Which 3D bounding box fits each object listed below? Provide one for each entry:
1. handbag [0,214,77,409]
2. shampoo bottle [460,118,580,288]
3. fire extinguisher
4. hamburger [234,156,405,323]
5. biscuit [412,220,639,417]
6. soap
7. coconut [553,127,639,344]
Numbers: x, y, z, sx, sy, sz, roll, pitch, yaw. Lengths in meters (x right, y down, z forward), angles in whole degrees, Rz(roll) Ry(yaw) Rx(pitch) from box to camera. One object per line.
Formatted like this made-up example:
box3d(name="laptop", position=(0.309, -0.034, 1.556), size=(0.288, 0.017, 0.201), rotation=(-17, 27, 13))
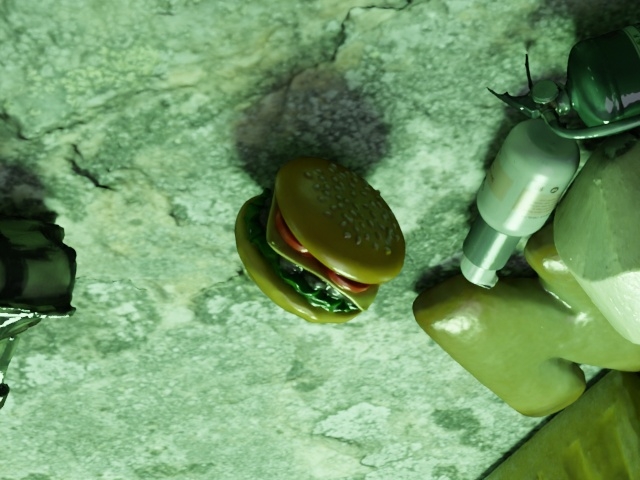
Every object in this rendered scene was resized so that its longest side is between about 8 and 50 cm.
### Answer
box3d(name="handbag", position=(-0.435, 0.092, 1.205), size=(0.327, 0.162, 0.325), rotation=(6, 140, -30))
box3d(name="shampoo bottle", position=(0.186, -0.033, 1.255), size=(0.074, 0.074, 0.192), rotation=(6, 138, -18))
box3d(name="fire extinguisher", position=(0.298, -0.151, 1.118), size=(0.294, 0.118, 0.093), rotation=(-17, 144, 3))
box3d(name="hamburger", position=(0.000, 0.000, 1.190), size=(0.162, 0.162, 0.115), rotation=(20, 129, -31))
box3d(name="biscuit", position=(0.264, 0.093, 1.422), size=(0.237, 0.062, 0.291), rotation=(-29, 135, 19))
box3d(name="soap", position=(0.350, 0.352, 1.559), size=(0.156, 0.293, 0.335), rotation=(16, 134, -29))
box3d(name="coconut", position=(0.322, -0.017, 1.194), size=(0.202, 0.202, 0.222), rotation=(-27, 121, 17))
